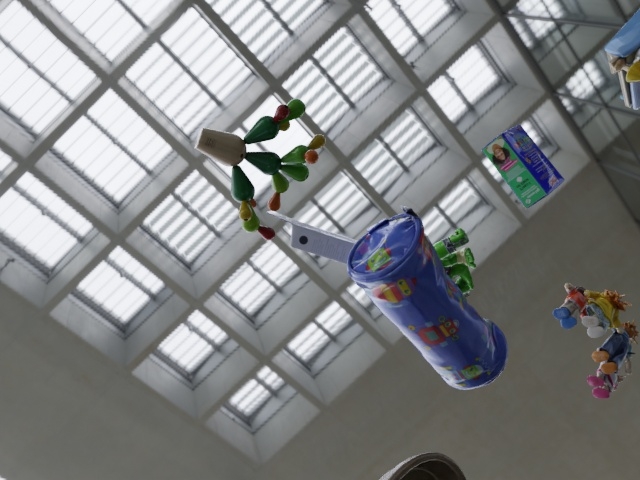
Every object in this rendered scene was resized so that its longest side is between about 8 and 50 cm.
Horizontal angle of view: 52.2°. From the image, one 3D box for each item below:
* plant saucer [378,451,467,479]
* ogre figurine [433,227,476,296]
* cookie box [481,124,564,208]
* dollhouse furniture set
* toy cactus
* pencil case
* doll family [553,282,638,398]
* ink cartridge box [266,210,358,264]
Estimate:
[{"bbox_3d":[0.107,0.398,0.797,0.277,0.041,0.278,0,-91,-48],"label":"plant saucer"},{"bbox_3d":[0.230,0.060,1.254,0.118,0.197,0.097,-18,-108,2],"label":"ogre figurine"},{"bbox_3d":[0.292,-0.108,0.940,0.040,0.091,0.107,-42,-99,38],"label":"cookie box"},{"bbox_3d":[0.756,-0.352,1.318,0.303,0.198,0.286,-46,-41,-1],"label":"dollhouse furniture set"},{"bbox_3d":[-0.098,-0.116,0.981,0.180,0.112,0.219,18,-70,-22],"label":"toy cactus"},{"bbox_3d":[0.157,0.089,0.940,0.119,0.133,0.306,-29,-56,19],"label":"pencil case"},{"bbox_3d":[0.613,0.197,1.381,0.163,0.118,0.263,-29,-85,-47],"label":"doll family"},{"bbox_3d":[0.000,0.000,1.150,0.208,0.206,0.045,20,-87,-2],"label":"ink cartridge box"}]
